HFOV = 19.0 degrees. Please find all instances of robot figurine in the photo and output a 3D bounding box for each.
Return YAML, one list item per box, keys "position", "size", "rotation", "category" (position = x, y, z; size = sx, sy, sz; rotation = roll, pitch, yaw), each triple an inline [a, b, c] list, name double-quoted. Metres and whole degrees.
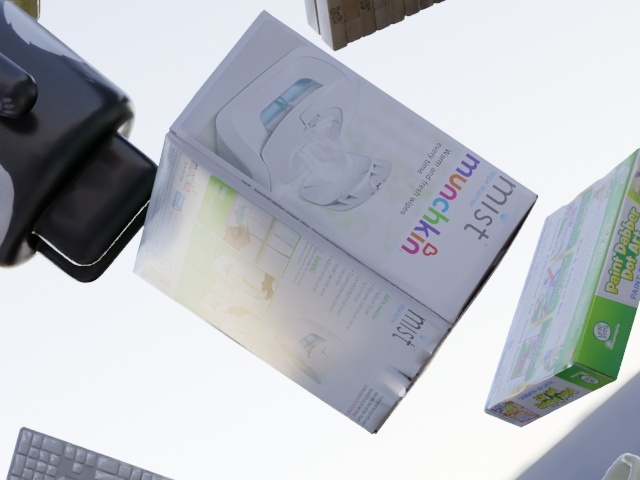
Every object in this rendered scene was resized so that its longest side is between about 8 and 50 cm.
- position: [-0.252, -0.092, 1.467]
  size: [0.209, 0.278, 0.173]
  rotation: [-56, -6, 36]
  category: "robot figurine"

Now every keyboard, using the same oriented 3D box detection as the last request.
- position: [-0.187, 0.256, 1.883]
  size: [0.014, 0.256, 0.072]
  rotation: [-24, 47, 60]
  category: "keyboard"

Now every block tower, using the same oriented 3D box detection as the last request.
- position: [0.134, -0.312, 1.939]
  size: [0.335, 0.091, 0.097]
  rotation: [-25, -44, -16]
  category: "block tower"

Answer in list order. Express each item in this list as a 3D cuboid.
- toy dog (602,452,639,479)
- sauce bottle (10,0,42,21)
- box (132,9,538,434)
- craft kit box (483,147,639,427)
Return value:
- position: [0.440, 0.470, 1.946]
  size: [0.284, 0.407, 0.395]
  rotation: [-93, 26, -75]
  category: "toy dog"
- position: [-0.254, -0.221, 1.612]
  size: [0.042, 0.042, 0.128]
  rotation: [-36, -12, -19]
  category: "sauce bottle"
- position: [0.000, 0.000, 1.368]
  size: [0.127, 0.231, 0.262]
  rotation: [-55, -5, -24]
  category: "box"
- position: [0.272, 0.055, 2.024]
  size: [0.246, 0.061, 0.250]
  rotation: [129, 162, -68]
  category: "craft kit box"
